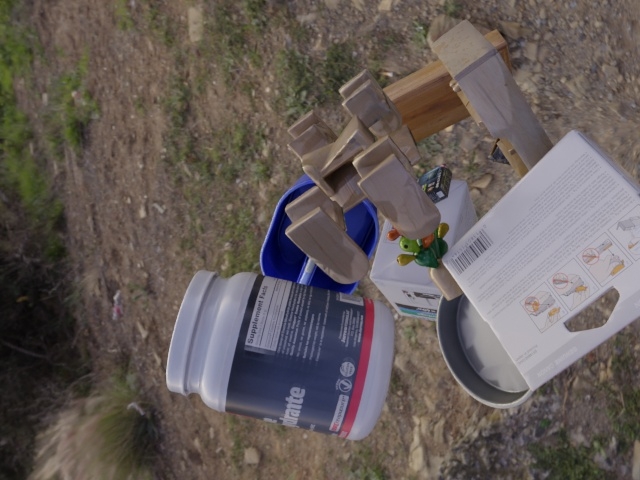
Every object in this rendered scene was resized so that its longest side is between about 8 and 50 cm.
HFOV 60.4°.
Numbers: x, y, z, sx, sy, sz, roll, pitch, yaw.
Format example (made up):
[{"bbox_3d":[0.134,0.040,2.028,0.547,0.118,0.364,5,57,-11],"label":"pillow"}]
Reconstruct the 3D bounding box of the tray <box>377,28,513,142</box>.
[{"bbox_3d":[0.339,-0.408,1.576,0.411,0.203,0.076,-26,55,11],"label":"tray"}]

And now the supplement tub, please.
[{"bbox_3d":[-0.050,0.150,0.750,0.273,0.191,0.191,12,109,-1],"label":"supplement tub"}]

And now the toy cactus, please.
[{"bbox_3d":[0.190,0.025,0.985,0.112,0.219,0.180,-29,83,14],"label":"toy cactus"}]

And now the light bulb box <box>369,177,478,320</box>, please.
[{"bbox_3d":[0.354,0.043,1.757,0.226,0.361,0.357,8,68,27],"label":"light bulb box"}]

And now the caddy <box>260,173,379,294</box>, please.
[{"bbox_3d":[0.000,0.000,1.290,0.242,0.179,0.341,22,118,0],"label":"caddy"}]

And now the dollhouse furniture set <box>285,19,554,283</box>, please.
[{"bbox_3d":[0.163,-0.134,0.952,0.394,0.362,0.256,-34,121,20],"label":"dollhouse furniture set"}]

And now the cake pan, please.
[{"bbox_3d":[0.365,0.206,1.175,0.293,0.054,0.292,23,117,57],"label":"cake pan"}]

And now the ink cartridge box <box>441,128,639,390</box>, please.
[{"bbox_3d":[0.356,0.032,0.816,0.296,0.066,0.261,-51,52,32],"label":"ink cartridge box"}]

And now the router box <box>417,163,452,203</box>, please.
[{"bbox_3d":[0.286,-0.136,1.421,0.092,0.122,0.038,-29,114,36],"label":"router box"}]

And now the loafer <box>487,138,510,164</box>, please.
[{"bbox_3d":[0.451,-0.269,1.335,0.062,0.062,0.169,5,106,3],"label":"loafer"}]
